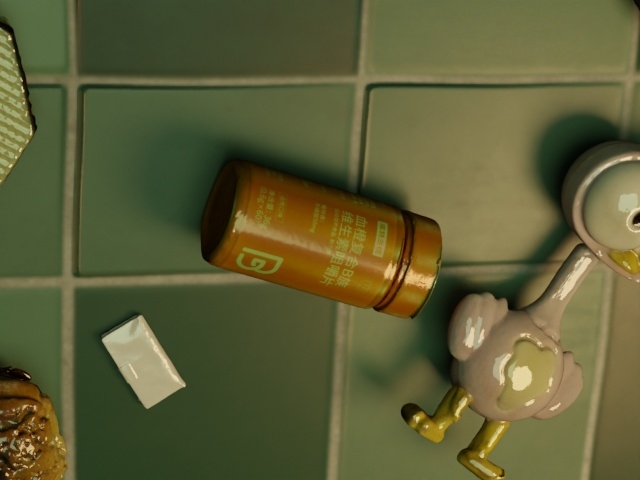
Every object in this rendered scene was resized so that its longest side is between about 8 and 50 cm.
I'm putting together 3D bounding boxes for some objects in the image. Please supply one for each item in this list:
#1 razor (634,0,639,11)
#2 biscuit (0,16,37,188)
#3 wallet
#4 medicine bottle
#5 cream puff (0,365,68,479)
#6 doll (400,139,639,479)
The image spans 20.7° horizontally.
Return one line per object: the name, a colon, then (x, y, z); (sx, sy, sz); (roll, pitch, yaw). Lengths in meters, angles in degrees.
razor: (0.428, -0.167, 1.548); (0.189, 0.107, 0.327); (-42, 107, 2)
biscuit: (-0.326, -0.079, 1.425); (0.150, 0.052, 0.252); (28, 101, -25)
wallet: (-0.157, 0.108, 1.552); (0.044, 0.011, 0.083); (-30, 113, -2)
medicine bottle: (0.000, 0.000, 1.509); (0.192, 0.096, 0.096); (17, 103, -18)
cream puff: (-0.277, 0.175, 1.500); (0.119, 0.104, 0.133); (-42, 114, -4)
doll: (0.225, 0.048, 1.583); (0.160, 0.094, 0.365); (39, 97, -25)
